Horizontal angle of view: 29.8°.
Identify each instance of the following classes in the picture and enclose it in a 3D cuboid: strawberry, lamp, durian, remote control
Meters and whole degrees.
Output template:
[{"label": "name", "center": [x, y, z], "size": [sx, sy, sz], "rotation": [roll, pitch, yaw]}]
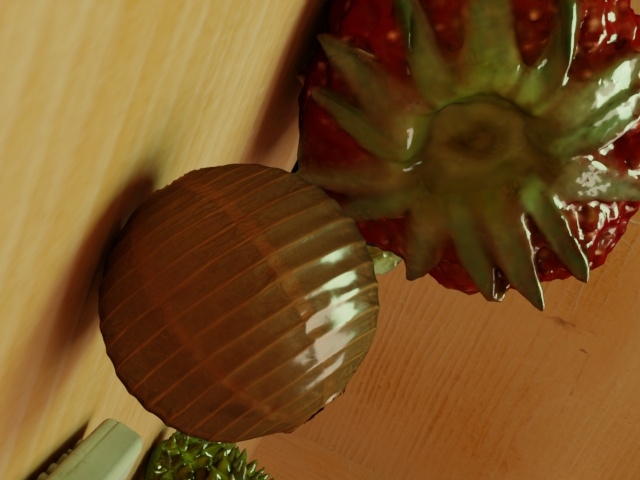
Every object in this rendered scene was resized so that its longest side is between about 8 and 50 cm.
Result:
[{"label": "strawberry", "center": [0.129, -0.123, 0.911], "size": [0.343, 0.292, 0.292], "rotation": [-68, -179, -61]}, {"label": "lamp", "center": [-0.038, 0.030, 0.570], "size": [0.136, 0.136, 0.136], "rotation": [-64, 176, -7]}, {"label": "durian", "center": [-0.117, 0.294, 1.071], "size": [0.237, 0.176, 0.200], "rotation": [-50, 150, -27]}, {"label": "remote control", "center": [-0.147, 0.167, 0.624], "size": [0.090, 0.049, 0.230], "rotation": [-62, 178, 13]}]

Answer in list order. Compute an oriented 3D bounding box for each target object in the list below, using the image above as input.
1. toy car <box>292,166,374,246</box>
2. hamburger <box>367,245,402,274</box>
[{"label": "toy car", "center": [0.000, 0.000, 1.159], "size": [0.097, 0.100, 0.191], "rotation": [38, 74, -83]}, {"label": "hamburger", "center": [0.038, -0.062, 1.317], "size": [0.155, 0.135, 0.208], "rotation": [-35, -155, 13]}]
